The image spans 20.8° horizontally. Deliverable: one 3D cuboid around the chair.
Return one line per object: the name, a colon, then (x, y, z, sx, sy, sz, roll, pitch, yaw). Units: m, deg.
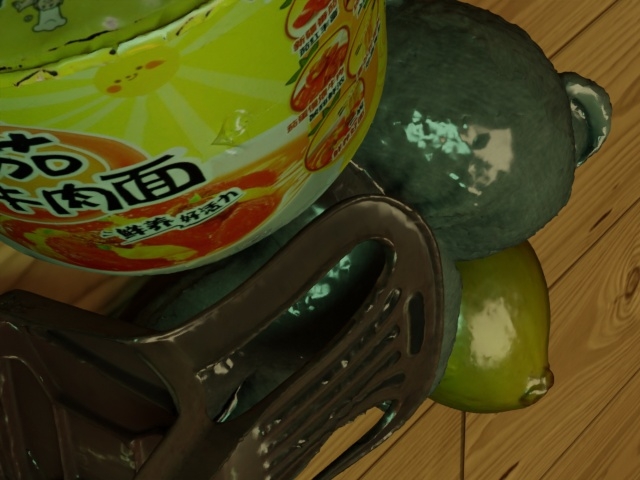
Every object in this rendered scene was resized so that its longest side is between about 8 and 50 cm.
chair: (-0.090, 0.095, 0.884, 0.326, 0.183, 0.175, -44, 140, -47)

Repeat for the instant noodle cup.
instant noodle cup: (-0.085, -0.116, 0.669, 0.264, 0.264, 0.200, -53, 156, -18)

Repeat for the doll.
doll: (-0.001, -0.005, 1.022, 0.246, 0.158, 0.340, 35, 98, -30)

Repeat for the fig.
fig: (0.099, 0.049, 1.221, 0.136, 0.121, 0.153, -48, 124, -16)
